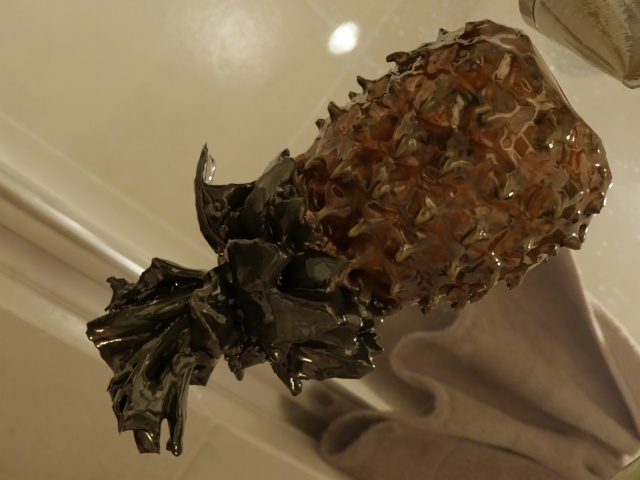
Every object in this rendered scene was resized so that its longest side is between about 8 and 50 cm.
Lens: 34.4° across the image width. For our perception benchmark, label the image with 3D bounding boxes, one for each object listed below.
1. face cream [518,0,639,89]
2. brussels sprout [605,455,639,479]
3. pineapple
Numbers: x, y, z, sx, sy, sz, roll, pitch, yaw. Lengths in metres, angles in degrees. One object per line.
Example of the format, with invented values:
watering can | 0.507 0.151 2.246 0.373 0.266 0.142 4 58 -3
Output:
face cream | 0.291 -0.208 1.015 0.137 0.084 0.341 -11 -155 -7
brussels sprout | 0.331 0.306 0.817 0.276 0.371 0.315 -28 -99 9
pineapple | 0.000 0.000 0.584 0.310 0.141 0.170 -33 -115 7
